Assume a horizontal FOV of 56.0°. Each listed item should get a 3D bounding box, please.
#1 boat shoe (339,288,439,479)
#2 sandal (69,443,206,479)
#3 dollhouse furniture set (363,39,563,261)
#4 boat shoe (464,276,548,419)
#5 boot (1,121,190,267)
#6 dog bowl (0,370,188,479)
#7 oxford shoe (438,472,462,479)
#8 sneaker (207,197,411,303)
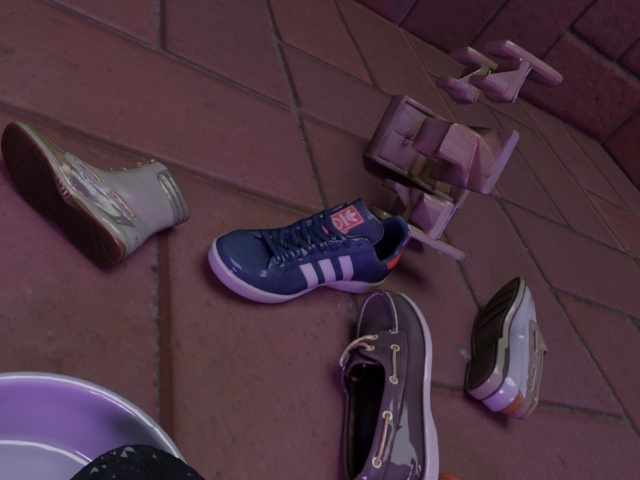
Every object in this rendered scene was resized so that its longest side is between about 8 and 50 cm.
[{"bbox_3d":[0.079,0.184,0.796,0.096,0.116,0.324,28,40,-23],"label":"boat shoe"},{"bbox_3d":[-0.098,0.257,0.275,0.167,0.107,0.446,20,24,-12],"label":"sandal"},{"bbox_3d":[0.286,-0.162,1.216,0.256,0.362,0.394,25,6,-19],"label":"dollhouse furniture set"},{"bbox_3d":[0.336,0.187,1.062,0.103,0.113,0.302,39,43,-3],"label":"boat shoe"},{"bbox_3d":[-0.284,-0.078,0.779,0.213,0.077,0.165,46,33,1],"label":"boot"},{"bbox_3d":[-0.222,0.235,0.437,0.265,0.104,0.265,26,36,-20],"label":"dog bowl"},{"bbox_3d":[0.182,0.394,0.664,0.098,0.097,0.271,-4,52,-40],"label":"oxford shoe"},{"bbox_3d":[0.000,0.000,0.902,0.350,0.148,0.131,-2,51,-46],"label":"sneaker"}]
